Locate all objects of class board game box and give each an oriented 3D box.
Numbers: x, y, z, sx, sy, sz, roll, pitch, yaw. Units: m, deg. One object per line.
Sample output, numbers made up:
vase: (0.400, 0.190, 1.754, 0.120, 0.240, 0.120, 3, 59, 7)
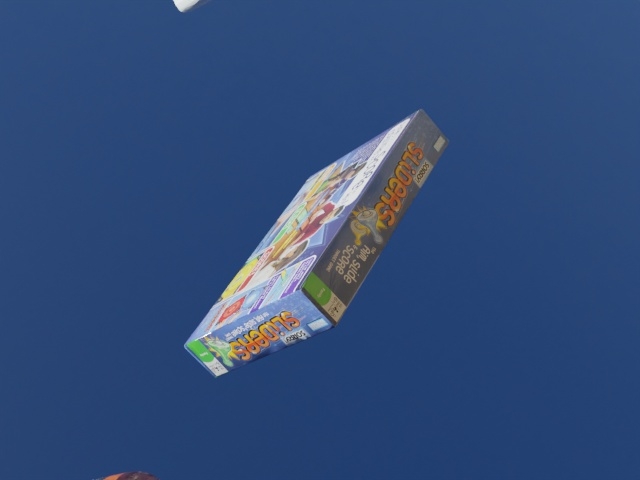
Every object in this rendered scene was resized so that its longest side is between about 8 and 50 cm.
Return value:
board game box: (0.000, 0.000, 0.732, 0.035, 0.136, 0.201, 47, -132, -14)

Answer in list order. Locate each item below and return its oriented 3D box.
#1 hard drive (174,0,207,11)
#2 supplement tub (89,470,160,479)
hard drive: (-0.016, -0.348, 1.133, 0.233, 0.353, 0.047, -34, -76, -20)
supplement tub: (-0.159, 0.214, 0.689, 0.197, 0.106, 0.106, -15, -122, 10)
